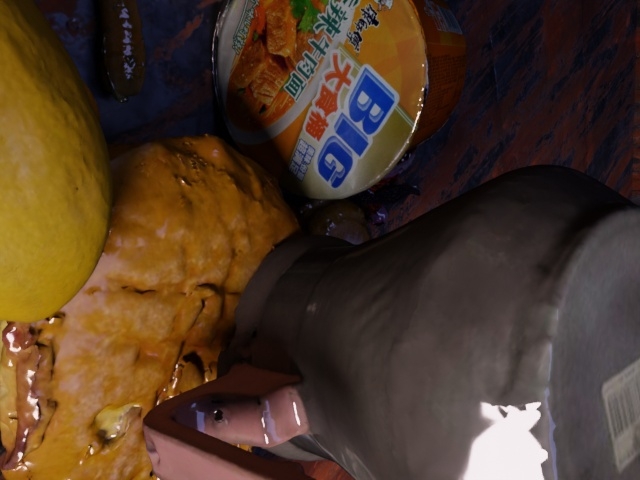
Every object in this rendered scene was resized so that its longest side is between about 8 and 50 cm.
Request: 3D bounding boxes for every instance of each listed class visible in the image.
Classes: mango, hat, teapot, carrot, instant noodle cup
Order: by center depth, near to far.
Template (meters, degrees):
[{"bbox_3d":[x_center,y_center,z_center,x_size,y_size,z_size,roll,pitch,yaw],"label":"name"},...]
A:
[{"bbox_3d":[-0.247,-0.091,0.363,0.195,0.142,0.331,-54,132,-9],"label":"mango"},{"bbox_3d":[0.069,0.114,0.508,0.376,0.362,0.305,-17,97,-38],"label":"teapot"},{"bbox_3d":[-0.205,-0.269,0.630,0.049,0.049,0.254,-14,109,-48],"label":"carrot"},{"bbox_3d":[0.042,-0.210,0.776,0.214,0.296,0.296,-24,121,-54],"label":"instant noodle cup"},{"bbox_3d":[0.081,-0.101,1.010,0.140,0.129,0.227,-11,140,-6],"label":"hat"}]

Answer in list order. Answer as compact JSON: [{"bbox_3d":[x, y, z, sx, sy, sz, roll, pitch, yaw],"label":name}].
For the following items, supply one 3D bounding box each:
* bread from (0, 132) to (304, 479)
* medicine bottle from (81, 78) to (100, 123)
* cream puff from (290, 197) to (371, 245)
[{"bbox_3d":[-0.176,0.082,0.650,0.398,0.215,0.398,-23,121,-44],"label":"bread"},{"bbox_3d":[-0.294,-0.081,0.538,0.192,0.096,0.096,-48,136,-29],"label":"medicine bottle"},{"bbox_3d":[0.000,0.000,0.916,0.150,0.115,0.165,-29,134,-34],"label":"cream puff"}]
